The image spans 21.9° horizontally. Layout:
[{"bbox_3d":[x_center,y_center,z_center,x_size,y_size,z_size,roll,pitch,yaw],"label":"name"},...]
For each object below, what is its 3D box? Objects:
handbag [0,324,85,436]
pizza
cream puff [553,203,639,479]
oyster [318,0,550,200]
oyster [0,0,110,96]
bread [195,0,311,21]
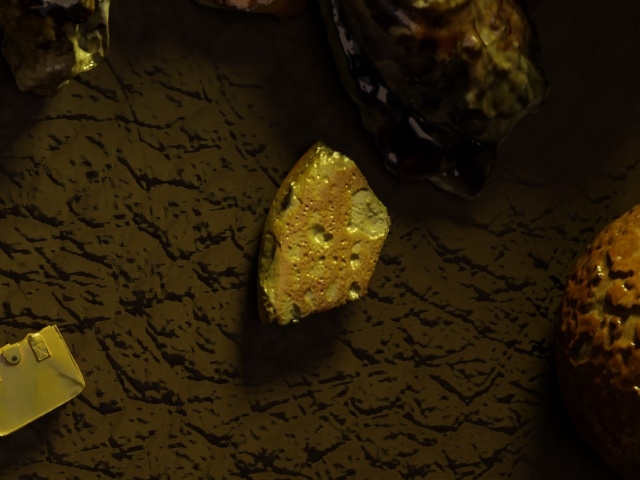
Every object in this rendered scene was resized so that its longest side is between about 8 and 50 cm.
[{"bbox_3d":[-0.226,0.106,1.253,0.083,0.027,0.061,-30,99,-24],"label":"handbag"},{"bbox_3d":[0.000,0.000,1.349,0.099,0.036,0.160,21,81,-21],"label":"pizza"},{"bbox_3d":[0.348,0.091,1.404,0.303,0.212,0.303,0,91,-19],"label":"cream puff"},{"bbox_3d":[0.096,-0.185,1.360,0.271,0.100,0.275,14,80,-40],"label":"oyster"},{"bbox_3d":[-0.208,-0.228,1.235,0.162,0.107,0.232,-3,87,-15],"label":"oyster"},{"bbox_3d":[-0.051,-0.243,1.331,0.126,0.044,0.129,-1,92,-22],"label":"bread"}]
